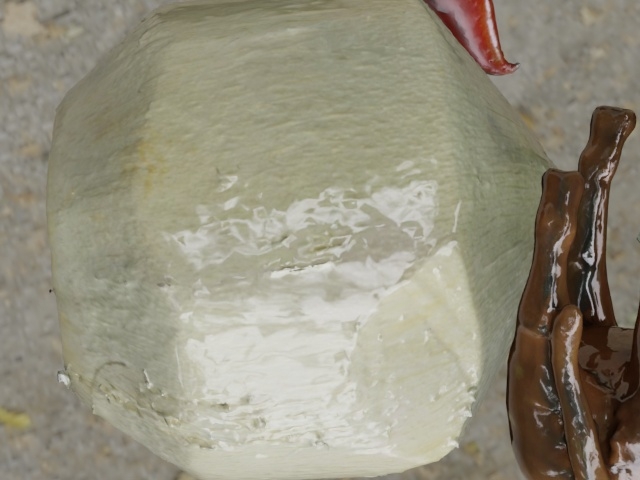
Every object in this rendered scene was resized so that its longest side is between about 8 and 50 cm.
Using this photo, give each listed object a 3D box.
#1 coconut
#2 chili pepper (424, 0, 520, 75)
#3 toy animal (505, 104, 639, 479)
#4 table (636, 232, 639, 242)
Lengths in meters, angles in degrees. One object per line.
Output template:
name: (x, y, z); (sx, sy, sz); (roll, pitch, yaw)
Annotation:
coconut: (0.000, 0.000, 0.827); (0.247, 0.245, 0.245); (-3, 133, 3)
chili pepper: (0.069, -0.236, 1.119); (0.092, 0.137, 0.368); (-42, 157, 2)
toy animal: (0.116, 0.057, 0.623); (0.066, 0.224, 0.229); (3, 109, 17)
table: (0.371, -0.002, 1.430); (0.175, 0.146, 0.062); (36, 122, 3)
